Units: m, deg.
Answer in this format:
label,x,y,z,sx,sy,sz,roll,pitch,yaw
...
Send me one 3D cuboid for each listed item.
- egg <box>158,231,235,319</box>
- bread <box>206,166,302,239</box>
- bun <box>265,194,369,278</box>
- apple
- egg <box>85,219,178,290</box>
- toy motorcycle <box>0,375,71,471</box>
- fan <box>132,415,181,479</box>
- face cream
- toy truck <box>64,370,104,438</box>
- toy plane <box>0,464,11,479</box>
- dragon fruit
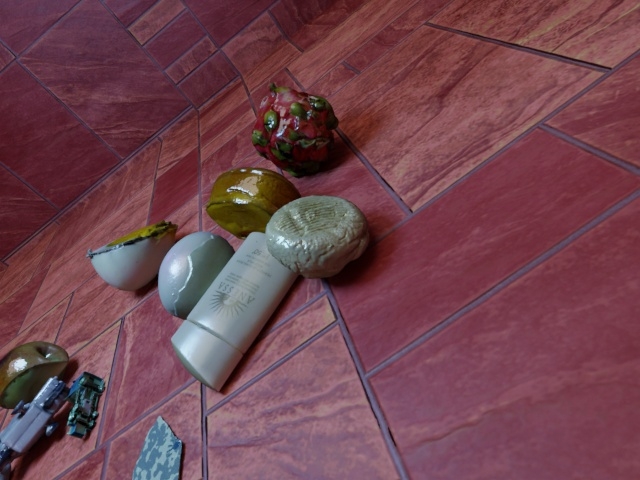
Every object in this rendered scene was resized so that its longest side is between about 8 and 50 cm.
label,x,y,z,sx,sy,sz,roll,pitch,yaw
egg,-0.306,0.092,1.159,0.183,0.183,0.217,-18,35,32
bread,-0.179,-0.101,1.259,0.269,0.195,0.143,-2,55,40
bun,0.000,0.000,0.994,0.220,0.134,0.220,-5,35,3
apple,-0.862,0.393,1.395,0.188,0.173,0.207,-64,-10,-3
egg,-0.587,0.054,1.537,0.264,0.174,0.286,-6,21,42
toy motorcycle,-0.764,0.479,1.240,0.260,0.110,0.171,-55,17,-18
fan,-0.316,0.436,0.914,0.131,0.009,0.240,-43,32,-3
face cream,-0.186,0.143,1.046,0.173,0.081,0.349,22,64,28
toy truck,-0.608,0.425,1.194,0.081,0.067,0.175,-40,35,13
toy plane,-0.828,0.635,1.169,0.162,0.065,0.171,-29,38,24
dragon fruit,-0.077,-0.313,1.364,0.231,0.237,0.302,-68,20,-6
